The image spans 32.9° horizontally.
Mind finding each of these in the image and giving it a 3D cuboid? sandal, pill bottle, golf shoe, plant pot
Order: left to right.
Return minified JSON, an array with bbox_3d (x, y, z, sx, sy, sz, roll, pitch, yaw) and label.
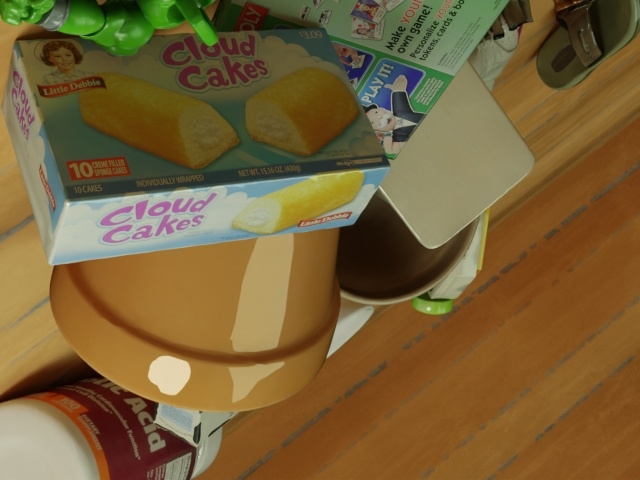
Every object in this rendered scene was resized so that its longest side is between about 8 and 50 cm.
[{"bbox_3d":[-0.315,0.307,1.576,0.224,0.224,0.392,-44,167,19],"label":"pill bottle"},{"bbox_3d":[-0.101,-0.007,1.047,0.291,0.291,0.203,-26,146,-46],"label":"plant pot"},{"bbox_3d":[0.064,-0.052,1.291,0.237,0.237,0.110,-39,-155,-5],"label":"plant pot"},{"bbox_3d":[0.184,-0.252,1.380,0.140,0.115,0.306,-53,172,15],"label":"golf shoe"},{"bbox_3d":[0.420,-0.332,1.741,0.086,0.120,0.303,-18,159,-24],"label":"sandal"}]

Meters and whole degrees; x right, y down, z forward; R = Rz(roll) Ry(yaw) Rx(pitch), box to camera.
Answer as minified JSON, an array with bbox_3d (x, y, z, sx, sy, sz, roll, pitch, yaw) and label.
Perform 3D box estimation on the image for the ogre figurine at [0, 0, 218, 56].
[{"bbox_3d":[-0.114,-0.190,0.743,0.197,0.097,0.118,-50,156,-5],"label":"ogre figurine"}]

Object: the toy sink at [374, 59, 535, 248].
[{"bbox_3d":[0.088,-0.132,1.144,0.153,0.234,0.131,-40,-165,-2],"label":"toy sink"}]

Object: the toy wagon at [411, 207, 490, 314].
[{"bbox_3d":[0.146,-0.070,1.496,0.068,0.344,0.267,0,111,-12],"label":"toy wagon"}]

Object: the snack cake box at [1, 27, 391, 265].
[{"bbox_3d":[-0.097,-0.080,0.850,0.264,0.152,0.089,-9,152,-28],"label":"snack cake box"}]

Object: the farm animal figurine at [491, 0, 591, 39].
[{"bbox_3d":[0.341,-0.375,1.210,0.330,0.172,0.327,-23,-175,-16],"label":"farm animal figurine"}]

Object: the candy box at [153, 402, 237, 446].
[{"bbox_3d":[-0.116,0.104,1.280,0.159,0.071,0.233,-34,140,-51],"label":"candy box"}]

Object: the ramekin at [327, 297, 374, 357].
[{"bbox_3d":[-0.045,0.163,2.053,0.277,0.135,0.277,-37,167,-10],"label":"ramekin"}]

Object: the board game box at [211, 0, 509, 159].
[{"bbox_3d":[0.033,-0.203,0.914,0.317,0.214,0.046,126,-25,-50],"label":"board game box"}]
